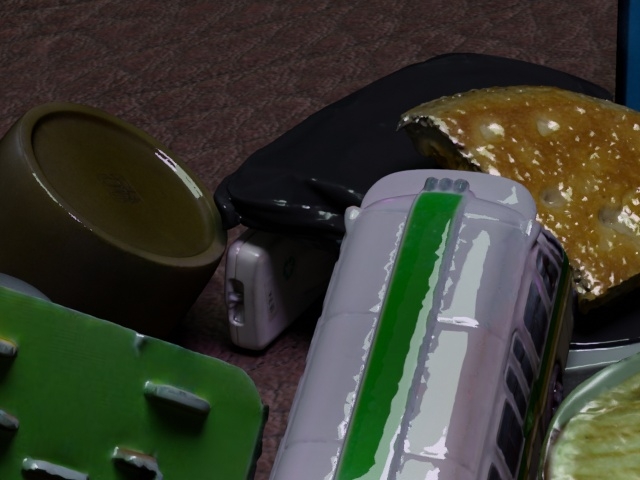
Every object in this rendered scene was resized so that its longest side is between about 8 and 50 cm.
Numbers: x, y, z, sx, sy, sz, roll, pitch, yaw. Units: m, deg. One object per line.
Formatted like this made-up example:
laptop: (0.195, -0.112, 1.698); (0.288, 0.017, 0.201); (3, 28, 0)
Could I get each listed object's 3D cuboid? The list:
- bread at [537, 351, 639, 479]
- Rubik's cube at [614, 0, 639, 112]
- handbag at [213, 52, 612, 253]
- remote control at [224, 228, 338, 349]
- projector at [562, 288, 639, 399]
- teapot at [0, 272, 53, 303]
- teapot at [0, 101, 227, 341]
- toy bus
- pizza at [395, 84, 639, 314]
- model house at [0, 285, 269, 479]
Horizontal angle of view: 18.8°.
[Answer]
bread: (0.274, 0.173, 1.130); (0.301, 0.045, 0.301); (4, 51, -5)
Rubik's cube: (0.421, -0.216, 1.702); (0.248, 0.246, 0.250); (15, 34, 31)
handbag: (0.078, -0.064, 1.477); (0.192, 0.075, 0.332); (18, 34, 30)
remote control: (-0.001, 0.000, 1.514); (0.049, 0.090, 0.230); (16, 33, 24)
projector: (0.184, 0.048, 1.416); (0.257, 0.079, 0.259); (-7, 29, -8)
teapot: (-0.205, 0.140, 1.212); (0.183, 0.183, 0.251); (-19, 43, -27)
teapot: (-0.180, 0.017, 1.441); (0.268, 0.175, 0.185); (-1, 48, -53)
toy bus: (0.061, 0.101, 1.160); (0.143, 0.179, 0.305); (4, 49, 17)
pizza: (0.189, -0.021, 1.358); (0.292, 0.058, 0.197); (12, 51, -10)
model house: (-0.273, 0.157, 0.976); (0.340, 0.300, 0.324); (21, -10, -31)
